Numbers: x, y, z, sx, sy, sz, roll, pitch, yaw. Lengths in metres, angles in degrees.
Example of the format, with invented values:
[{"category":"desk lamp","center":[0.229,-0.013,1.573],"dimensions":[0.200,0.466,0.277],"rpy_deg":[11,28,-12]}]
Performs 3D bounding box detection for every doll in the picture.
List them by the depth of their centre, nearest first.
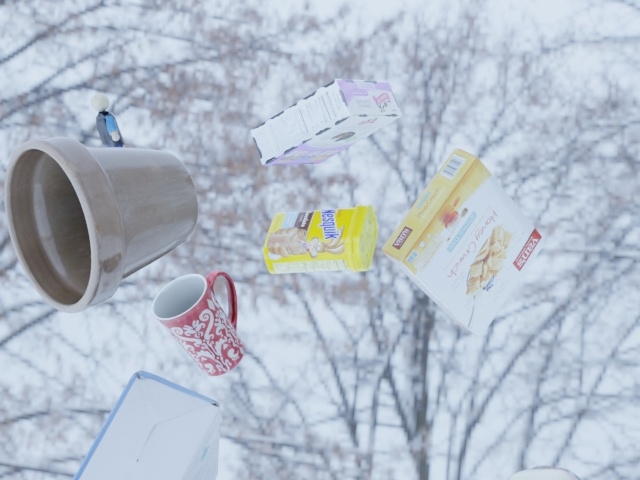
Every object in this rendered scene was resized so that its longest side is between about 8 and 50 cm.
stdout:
[{"category":"doll","center":[-0.426,-0.212,2.565],"dimensions":[0.046,0.189,0.129],"rpy_deg":[-27,25,-17]}]

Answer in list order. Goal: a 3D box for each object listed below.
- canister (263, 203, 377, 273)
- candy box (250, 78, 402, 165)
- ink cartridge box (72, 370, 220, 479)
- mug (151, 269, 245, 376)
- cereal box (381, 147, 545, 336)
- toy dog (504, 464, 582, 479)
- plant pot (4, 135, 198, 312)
[{"category":"canister","center":[0.000,0.000,2.106],"dimensions":[0.170,0.126,0.073],"rpy_deg":[-4,-50,18]},{"category":"candy box","center":[0.011,-0.197,2.108],"dimensions":[0.196,0.070,0.165],"rpy_deg":[-27,-11,33]},{"category":"ink cartridge box","center":[-0.280,0.412,1.980],"dimensions":[0.151,0.270,0.395],"rpy_deg":[23,-28,9]},{"category":"mug","center":[-0.200,0.149,2.272],"dimensions":[0.150,0.113,0.169],"rpy_deg":[-33,-57,-3]},{"category":"cereal box","center":[0.201,0.008,1.704],"dimensions":[0.047,0.173,0.240],"rpy_deg":[30,-8,44]},{"category":"toy dog","center":[0.363,0.551,1.940],"dimensions":[0.395,0.408,0.284],"rpy_deg":[7,12,40]},{"category":"plant pot","center":[-0.315,-0.044,1.902],"dimensions":[0.229,0.263,0.263],"rpy_deg":[-16,-5,-38]}]
